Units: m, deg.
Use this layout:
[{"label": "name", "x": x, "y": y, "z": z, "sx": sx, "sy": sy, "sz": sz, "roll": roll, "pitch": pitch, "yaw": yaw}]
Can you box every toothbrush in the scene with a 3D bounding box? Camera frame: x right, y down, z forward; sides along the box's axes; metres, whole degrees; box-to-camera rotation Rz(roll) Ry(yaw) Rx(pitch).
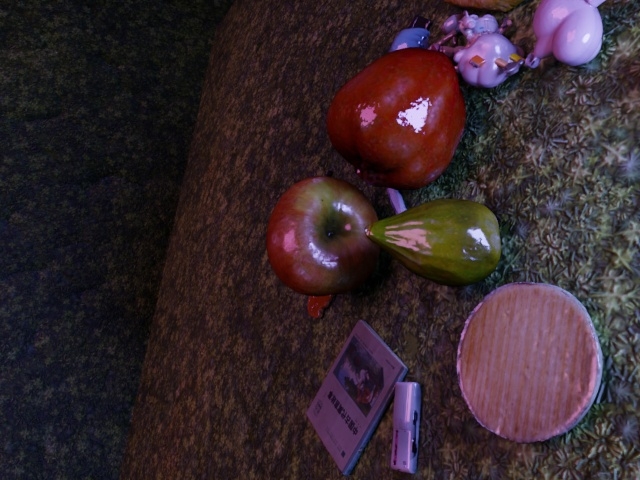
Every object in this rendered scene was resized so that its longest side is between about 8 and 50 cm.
[{"label": "toothbrush", "x": 0.183, "y": -0.087, "z": 1.249, "sx": 0.035, "sy": 0.042, "sz": 0.413, "roll": -49, "pitch": 38, "yaw": 33}]

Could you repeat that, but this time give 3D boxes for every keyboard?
[{"label": "keyboard", "x": 0.223, "y": -0.496, "z": 1.434, "sx": 0.231, "sy": 0.023, "sz": 0.072, "roll": -60, "pitch": 38, "yaw": 19}]

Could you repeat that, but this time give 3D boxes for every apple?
[{"label": "apple", "x": 0.000, "y": 0.000, "z": 1.279, "sx": 0.309, "sy": 0.277, "sz": 0.250, "roll": -59, "pitch": 7, "yaw": -32}]

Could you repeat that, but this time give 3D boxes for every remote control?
[{"label": "remote control", "x": 0.163, "y": 0.363, "z": 1.029, "sx": 0.065, "sy": 0.029, "sz": 0.166, "roll": -19, "pitch": 58, "yaw": 53}]

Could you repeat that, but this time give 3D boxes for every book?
[{"label": "book", "x": 0.076, "y": 0.347, "z": 1.189, "sx": 0.283, "sy": 0.025, "sz": 0.215, "roll": -64, "pitch": 31, "yaw": 9}]

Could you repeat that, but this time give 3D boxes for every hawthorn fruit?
[{"label": "hawthorn fruit", "x": 0.168, "y": -0.256, "z": 1.122, "sx": 0.311, "sy": 0.295, "sz": 0.295, "roll": -67, "pitch": 28, "yaw": 28}]

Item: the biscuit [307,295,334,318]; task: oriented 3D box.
[{"label": "biscuit", "x": 0.005, "y": 0.148, "z": 1.427, "sx": 0.130, "sy": 0.019, "sz": 0.102, "roll": -64, "pitch": 30, "yaw": 13}]

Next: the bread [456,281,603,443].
[{"label": "bread", "x": 0.327, "y": 0.191, "z": 0.843, "sx": 0.267, "sy": 0.040, "sz": 0.267, "roll": -37, "pitch": 43, "yaw": 45}]

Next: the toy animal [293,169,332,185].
[{"label": "toy animal", "x": -0.028, "y": -0.113, "z": 1.593, "sx": 0.232, "sy": 0.084, "sz": 0.148, "roll": -40, "pitch": 53, "yaw": 40}]

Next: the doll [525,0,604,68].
[{"label": "doll", "x": 0.492, "y": -0.413, "z": 0.865, "sx": 0.365, "sy": 0.094, "sz": 0.160, "roll": -38, "pitch": 51, "yaw": 46}]

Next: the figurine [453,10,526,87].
[{"label": "figurine", "x": 0.342, "y": -0.390, "z": 1.083, "sx": 0.112, "sy": 0.137, "sz": 0.229, "roll": 95, "pitch": 177, "yaw": -55}]

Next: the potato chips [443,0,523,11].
[{"label": "potato chips", "x": 0.344, "y": -0.592, "z": 1.248, "sx": 0.080, "sy": 0.057, "sz": 0.407, "roll": -61, "pitch": 31, "yaw": 23}]

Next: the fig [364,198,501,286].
[{"label": "fig", "x": 0.220, "y": 0.006, "z": 0.986, "sx": 0.233, "sy": 0.167, "sz": 0.167, "roll": -5, "pitch": 67, "yaw": 30}]

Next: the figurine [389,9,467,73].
[{"label": "figurine", "x": 0.274, "y": -0.462, "z": 1.248, "sx": 0.260, "sy": 0.103, "sz": 0.205, "roll": 37, "pitch": 107, "yaw": 49}]
